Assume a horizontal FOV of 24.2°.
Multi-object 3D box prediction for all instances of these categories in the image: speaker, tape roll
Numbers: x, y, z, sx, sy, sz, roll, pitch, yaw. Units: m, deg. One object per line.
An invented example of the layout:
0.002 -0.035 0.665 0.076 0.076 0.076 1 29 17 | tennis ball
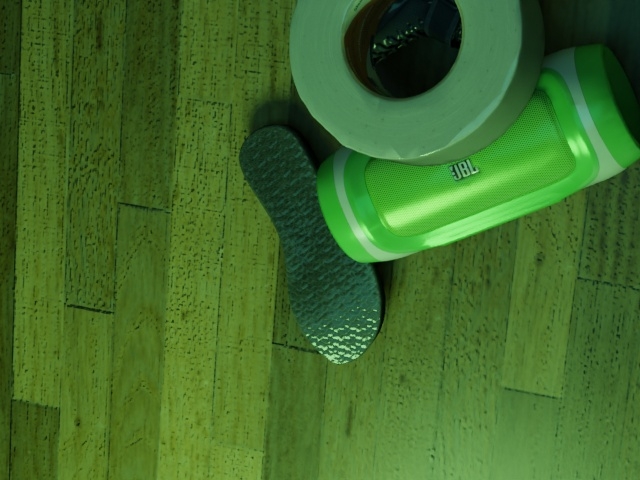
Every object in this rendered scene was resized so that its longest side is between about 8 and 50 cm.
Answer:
0.149 -0.078 1.406 0.296 0.131 0.131 -22 94 23 | speaker
0.085 -0.177 1.330 0.219 0.072 0.219 -1 87 23 | tape roll

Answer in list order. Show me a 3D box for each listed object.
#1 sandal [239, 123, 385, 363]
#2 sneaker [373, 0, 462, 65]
0.001 -0.001 1.524 0.097 0.054 0.254 -22 85 16 | sandal
0.091 -0.190 1.421 0.163 0.086 0.226 37 111 11 | sneaker
